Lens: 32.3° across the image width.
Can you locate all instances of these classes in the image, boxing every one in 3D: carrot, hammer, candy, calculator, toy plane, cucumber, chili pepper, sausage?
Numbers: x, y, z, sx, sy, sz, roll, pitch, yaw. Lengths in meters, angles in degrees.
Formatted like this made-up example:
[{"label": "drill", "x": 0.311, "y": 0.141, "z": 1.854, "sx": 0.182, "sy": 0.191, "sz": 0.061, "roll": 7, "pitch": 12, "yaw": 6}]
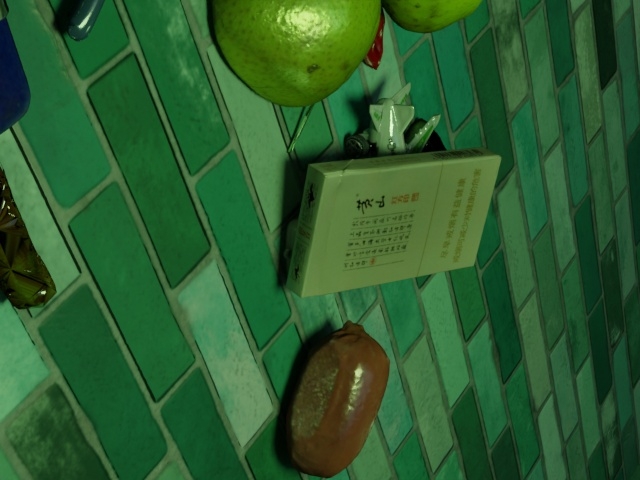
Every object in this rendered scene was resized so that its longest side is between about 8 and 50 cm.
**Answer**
[{"label": "carrot", "x": -0.350, "y": -0.016, "z": 1.201, "sx": 0.069, "sy": 0.069, "sz": 0.228, "roll": -47, "pitch": 137, "yaw": -35}, {"label": "hammer", "x": -0.243, "y": -0.316, "z": 1.249, "sx": 0.116, "sy": 0.069, "sz": 0.194, "roll": 29, "pitch": 82, "yaw": -55}, {"label": "candy", "x": -0.008, "y": -0.213, "z": 1.639, "sx": 0.055, "sy": 0.049, "sz": 0.184, "roll": 28, "pitch": 87, "yaw": -47}, {"label": "calculator", "x": 0.000, "y": 0.000, "z": 1.721, "sx": 0.175, "sy": 0.032, "sz": 0.100, "roll": -23, "pitch": 120, "yaw": -49}, {"label": "toy plane", "x": 0.107, "y": -0.118, "z": 1.773, "sx": 0.251, "sy": 0.101, "sz": 0.255, "roll": -33, "pitch": 131, "yaw": -45}, {"label": "cucumber", "x": 0.201, "y": -0.116, "z": 1.930, "sx": 0.115, "sy": 0.086, "sz": 0.193, "roll": -54, "pitch": 133, "yaw": -26}, {"label": "chili pepper", "x": 0.074, "y": -0.334, "z": 1.694, "sx": 0.191, "sy": 0.050, "sz": 0.059, "roll": 75, "pitch": 27, "yaw": -46}, {"label": "sausage", "x": 0.026, "y": 0.254, "z": 1.752, "sx": 0.148, "sy": 0.148, "sz": 0.254, "roll": 27, "pitch": 80, "yaw": -54}]

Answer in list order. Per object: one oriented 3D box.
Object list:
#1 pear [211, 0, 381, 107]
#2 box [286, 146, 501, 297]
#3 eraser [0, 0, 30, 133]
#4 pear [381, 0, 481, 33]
[{"label": "pear", "x": -0.033, "y": -0.331, "z": 1.488, "sx": 0.239, "sy": 0.139, "sz": 0.288, "roll": 8, "pitch": 93, "yaw": -47}, {"label": "box", "x": 0.119, "y": -0.032, "z": 1.717, "sx": 0.365, "sy": 0.051, "sz": 0.204, "roll": -9, "pitch": 121, "yaw": -38}, {"label": "eraser", "x": -0.386, "y": -0.248, "z": 1.040, "sx": 0.155, "sy": 0.101, "sz": 0.332, "roll": -43, "pitch": 135, "yaw": -41}, {"label": "pear", "x": 0.148, "y": -0.449, "z": 1.617, "sx": 0.176, "sy": 0.286, "sz": 0.282, "roll": 2, "pitch": 111, "yaw": -10}]
